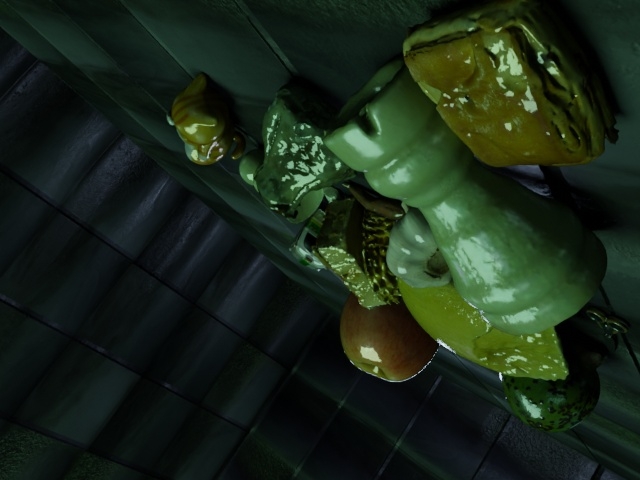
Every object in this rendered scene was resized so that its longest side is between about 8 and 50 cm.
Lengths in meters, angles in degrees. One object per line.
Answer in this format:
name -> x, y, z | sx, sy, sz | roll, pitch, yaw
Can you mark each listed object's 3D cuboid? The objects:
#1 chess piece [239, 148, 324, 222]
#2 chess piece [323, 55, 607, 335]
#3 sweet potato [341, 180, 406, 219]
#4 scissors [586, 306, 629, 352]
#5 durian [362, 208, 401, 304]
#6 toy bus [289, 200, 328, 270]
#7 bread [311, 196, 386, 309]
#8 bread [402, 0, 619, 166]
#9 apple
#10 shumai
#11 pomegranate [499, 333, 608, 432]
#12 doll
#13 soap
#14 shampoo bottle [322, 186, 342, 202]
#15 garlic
chess piece -> -0.124, -0.171, 1.718 | 0.251, 0.144, 0.144 | 36, 171, 31
chess piece -> 0.212, -0.066, 0.949 | 0.442, 0.234, 0.234 | 41, 168, -15
sweet potato -> 0.132, -0.095, 1.478 | 0.214, 0.050, 0.050 | 29, 168, 43
scissors -> 0.630, 0.204, 1.333 | 0.088, 0.017, 0.220 | 26, 167, 37
durian -> 0.194, 0.066, 1.613 | 0.186, 0.195, 0.305 | 19, 159, 36
toy bus -> 0.000, 0.000, 1.893 | 0.143, 0.179, 0.305 | 36, 174, -4
bread -> 0.103, 0.037, 1.668 | 0.114, 0.184, 0.274 | -12, 134, 36
bread -> 0.220, -0.175, 0.732 | 0.235, 0.099, 0.210 | 41, 167, -26
apple -> 0.238, 0.316, 2.160 | 0.364, 0.363, 0.364 | 34, 169, 8
shumai -> -0.042, -0.169, 1.244 | 0.225, 0.222, 0.260 | 33, 165, 25
pomegranate -> 0.577, 0.338, 1.509 | 0.254, 0.270, 0.254 | 39, -156, -21
doll -> -0.309, -0.305, 1.613 | 0.166, 0.162, 0.269 | 63, 178, 9
soap -> 0.349, 0.190, 1.420 | 0.427, 0.115, 0.306 | 17, 153, 51
shampoo bottle -> 0.046, -0.107, 1.715 | 0.049, 0.034, 0.141 | 24, 167, 26
garlic -> 0.209, -0.022, 1.301 | 0.199, 0.199, 0.226 | 45, -169, -40
